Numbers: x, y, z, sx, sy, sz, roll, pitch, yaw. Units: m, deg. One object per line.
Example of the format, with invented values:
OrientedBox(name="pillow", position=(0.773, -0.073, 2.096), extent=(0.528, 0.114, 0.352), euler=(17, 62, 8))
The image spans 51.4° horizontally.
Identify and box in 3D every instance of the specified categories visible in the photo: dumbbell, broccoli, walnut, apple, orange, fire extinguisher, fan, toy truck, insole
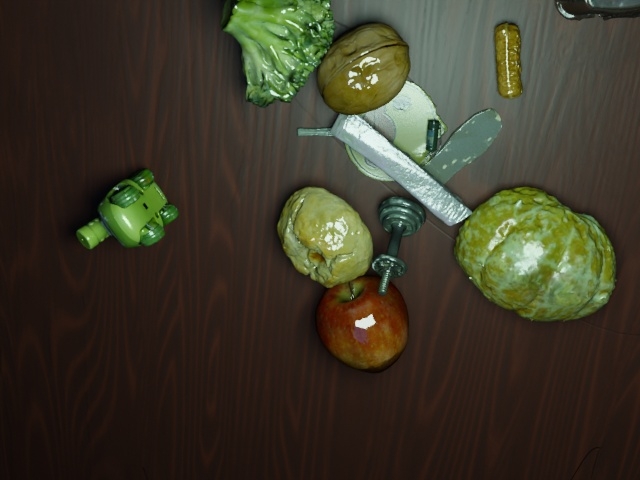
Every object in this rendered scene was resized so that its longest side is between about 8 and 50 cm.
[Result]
OrientedBox(name="dumbbell", position=(0.164, 0.010, 1.469), extent=(0.110, 0.255, 0.110), euler=(12, 147, 8))
OrientedBox(name="broccoli", position=(-0.107, -0.425, 1.306), extent=(0.247, 0.245, 0.288), euler=(-4, 78, 45))
OrientedBox(name="walnut", position=(0.089, -0.348, 1.366), extent=(0.207, 0.167, 0.167), euler=(-30, 106, 16))
OrientedBox(name="apple", position=(0.102, 0.201, 1.554), extent=(0.229, 0.230, 0.230), euler=(2, 112, 5))
OrientedBox(name="orange", position=(0.482, 0.050, 1.460), extent=(0.368, 0.210, 0.271), euler=(26, 115, -2))
OrientedBox(name="fire extinguisher", position=(0.248, -0.222, 1.462), extent=(0.038, 0.025, 0.083), euler=(3, 112, -3))
OrientedBox(name="fan", position=(0.114, -0.242, 1.485), extent=(0.334, 0.011, 0.230), euler=(-1, 112, 6))
OrientedBox(name="toy truck", position=(-0.444, -0.062, 1.539), extent=(0.210, 0.187, 0.148), euler=(-16, 115, 37))
OrientedBox(name="insole", position=(0.302, -0.193, 1.483), extent=(0.081, 0.011, 0.248), euler=(43, 109, -14))

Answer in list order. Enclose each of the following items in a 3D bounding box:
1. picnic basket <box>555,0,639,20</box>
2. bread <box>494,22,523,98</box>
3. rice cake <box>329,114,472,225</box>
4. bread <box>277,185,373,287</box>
OrientedBox(name="picnic basket", position=(0.556, -0.563, 1.244), extent=(0.222, 0.129, 0.297), euler=(-1, 111, 8))
OrientedBox(name="bread", position=(0.392, -0.372, 1.384), extent=(0.052, 0.044, 0.157), euler=(-8, 111, 6))
OrientedBox(name="rice cake", position=(0.179, -0.160, 1.470), extent=(0.365, 0.056, 0.073), euler=(37, 103, -7))
OrientedBox(name="bread", position=(0.000, 0.000, 1.498), extent=(0.244, 0.134, 0.244), euler=(29, 146, 21))
